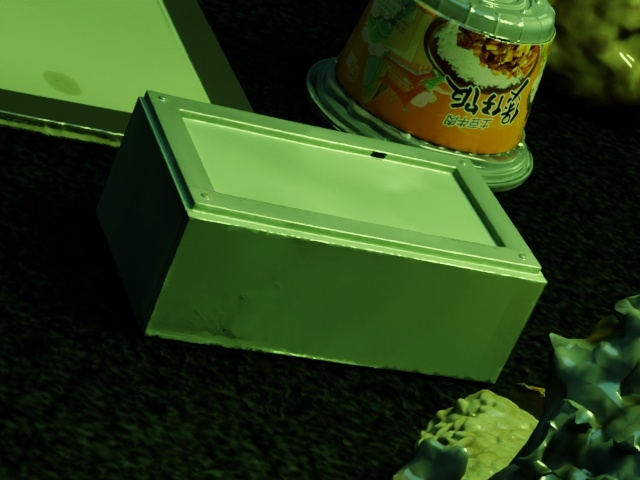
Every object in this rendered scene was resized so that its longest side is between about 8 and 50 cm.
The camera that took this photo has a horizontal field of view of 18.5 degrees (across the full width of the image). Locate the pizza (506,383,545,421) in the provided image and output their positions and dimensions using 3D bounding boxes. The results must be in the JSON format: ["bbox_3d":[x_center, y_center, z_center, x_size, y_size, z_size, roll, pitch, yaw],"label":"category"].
[{"bbox_3d":[0.161,0.109,1.076,0.131,0.041,0.178,14,-2,14],"label":"pizza"}]

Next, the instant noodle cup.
[{"bbox_3d":[0.092,-0.133,1.411,0.177,0.125,0.208,11,29,-25],"label":"instant noodle cup"}]

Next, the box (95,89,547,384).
[{"bbox_3d":[0.000,0.000,1.134,0.225,0.086,0.129,10,29,-26],"label":"box"}]

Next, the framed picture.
[{"bbox_3d":[-0.215,-0.141,1.306,0.347,0.016,0.265,10,29,-26],"label":"framed picture"}]

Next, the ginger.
[{"bbox_3d":[0.221,-0.235,1.620,0.269,0.200,0.223,22,25,0],"label":"ginger"}]

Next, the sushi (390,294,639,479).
[{"bbox_3d":[0.187,0.198,0.702,0.417,0.176,0.417,-1,54,1],"label":"sushi"}]

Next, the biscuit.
[{"bbox_3d":[0.083,0.136,0.969,0.082,0.070,0.168,29,22,-4],"label":"biscuit"}]
